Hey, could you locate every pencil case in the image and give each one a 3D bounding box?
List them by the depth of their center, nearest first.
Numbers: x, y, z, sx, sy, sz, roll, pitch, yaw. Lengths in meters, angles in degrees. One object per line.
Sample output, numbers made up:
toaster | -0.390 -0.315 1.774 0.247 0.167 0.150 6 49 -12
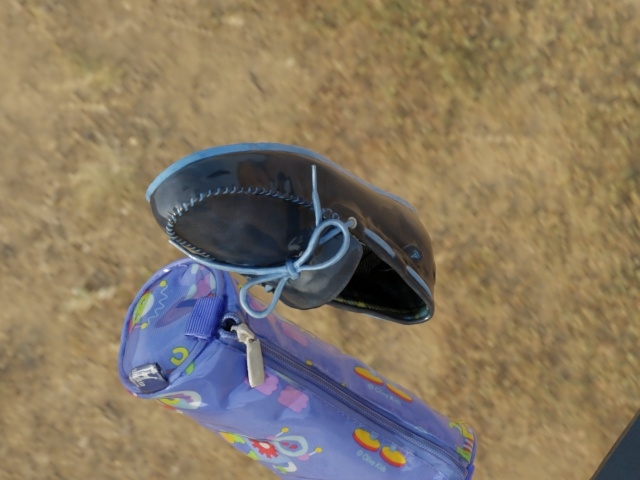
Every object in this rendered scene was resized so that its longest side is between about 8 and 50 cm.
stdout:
pencil case | -0.013 0.127 1.416 0.133 0.306 0.119 -6 55 54

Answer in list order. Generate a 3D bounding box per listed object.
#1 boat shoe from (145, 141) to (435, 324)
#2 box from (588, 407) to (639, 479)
boat shoe | 0.000 0.000 1.235 0.109 0.258 0.089 -40 56 34
box | 0.187 0.189 0.538 0.179 0.312 0.343 11 46 38
